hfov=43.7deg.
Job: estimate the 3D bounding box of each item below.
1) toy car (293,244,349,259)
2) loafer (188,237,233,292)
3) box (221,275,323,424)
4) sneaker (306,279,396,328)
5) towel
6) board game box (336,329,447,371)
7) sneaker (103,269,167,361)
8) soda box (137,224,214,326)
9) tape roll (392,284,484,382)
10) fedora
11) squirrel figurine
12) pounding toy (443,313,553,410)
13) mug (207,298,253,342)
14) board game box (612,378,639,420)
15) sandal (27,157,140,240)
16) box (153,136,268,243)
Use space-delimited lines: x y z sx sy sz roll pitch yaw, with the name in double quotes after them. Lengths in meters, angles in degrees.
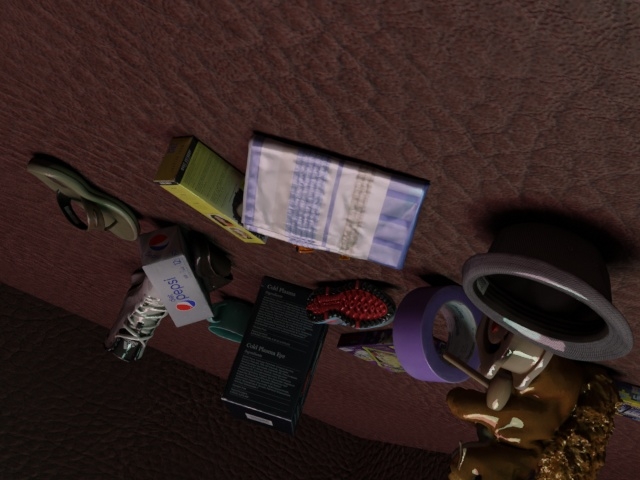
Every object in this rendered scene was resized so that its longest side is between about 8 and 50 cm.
0.000 0.000 1.537 0.122 0.060 0.040 7 121 -21 "toy car"
-0.246 0.048 1.830 0.078 0.080 0.220 -15 158 -3 "loafer"
-0.103 0.302 2.013 0.179 0.312 0.343 16 162 4 "box"
0.089 0.144 1.778 0.125 0.104 0.262 11 173 -38 "sneaker"
0.013 -0.058 1.260 0.285 0.034 0.209 15 139 4 "towel"
0.217 0.296 2.122 0.208 0.056 0.347 31 158 -23 "board game box"
-0.442 0.203 2.126 0.169 0.257 0.447 25 160 -19 "sneaker"
-0.329 0.086 1.833 0.098 0.091 0.286 -16 146 -2 "soda box"
0.236 0.183 1.567 0.189 0.189 0.080 31 158 -33 "tape roll"
0.355 0.063 1.225 0.275 0.124 0.244 30 157 -8 "fedora"
0.468 0.431 1.766 0.397 0.370 0.281 19 161 -4 "squirrel figurine"
0.315 0.162 1.408 0.155 0.154 0.269 20 -156 -4 "pounding toy"
-0.240 0.217 2.230 0.129 0.097 0.157 15 160 9 "mug"
0.747 0.384 1.882 0.170 0.048 0.141 16 159 7 "board game box"
-0.508 -0.071 1.689 0.120 0.086 0.303 4 157 36 "sandal"
-0.170 -0.081 1.362 0.058 0.087 0.232 3 157 42 "box"
